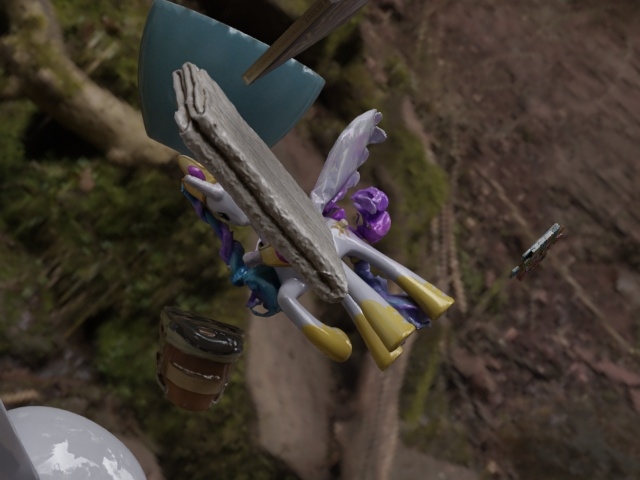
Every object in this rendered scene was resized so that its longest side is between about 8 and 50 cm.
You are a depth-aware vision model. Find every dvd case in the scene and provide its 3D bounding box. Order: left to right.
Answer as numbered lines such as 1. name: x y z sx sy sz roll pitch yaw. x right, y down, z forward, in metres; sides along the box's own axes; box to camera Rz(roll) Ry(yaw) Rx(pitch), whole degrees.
1. dvd case: 0.023 -0.243 1.326 0.018 0.164 0.221 54 -33 -2

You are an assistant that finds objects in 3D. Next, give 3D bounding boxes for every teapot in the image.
1. teapot: -0.332 0.325 1.472 0.187 0.256 0.252 -62 139 -52

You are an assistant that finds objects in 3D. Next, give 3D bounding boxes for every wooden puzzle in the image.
1. wooden puzzle: 0.209 0.011 1.233 0.006 0.083 0.049 41 -20 20

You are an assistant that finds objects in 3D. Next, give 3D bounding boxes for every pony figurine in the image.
1. pony figurine: 0.000 0.000 1.705 0.363 0.303 0.351 44 21 10

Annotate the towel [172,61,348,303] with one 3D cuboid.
1. towel: -0.069 -0.063 1.425 0.282 0.049 0.187 50 10 -25

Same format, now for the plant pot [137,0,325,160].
1. plant pot: -0.164 -0.218 1.974 0.290 0.195 0.290 25 1 0

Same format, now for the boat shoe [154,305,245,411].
1. boat shoe: -0.173 0.162 1.724 0.123 0.119 0.324 17 -1 -2

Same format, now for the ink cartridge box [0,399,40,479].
1. ink cartridge box: -0.470 0.095 1.358 0.395 0.151 0.270 51 -20 30
